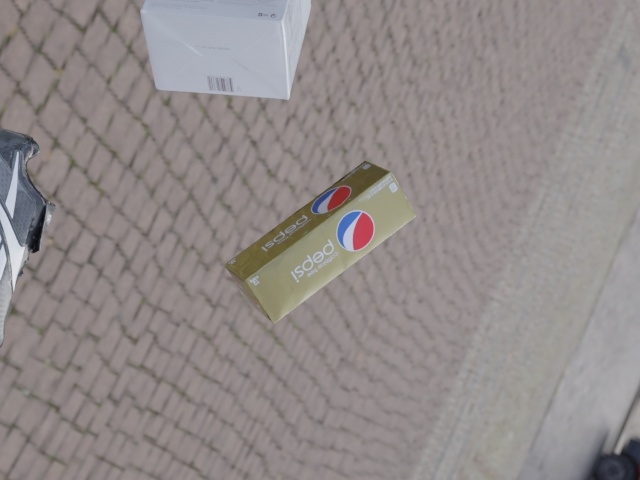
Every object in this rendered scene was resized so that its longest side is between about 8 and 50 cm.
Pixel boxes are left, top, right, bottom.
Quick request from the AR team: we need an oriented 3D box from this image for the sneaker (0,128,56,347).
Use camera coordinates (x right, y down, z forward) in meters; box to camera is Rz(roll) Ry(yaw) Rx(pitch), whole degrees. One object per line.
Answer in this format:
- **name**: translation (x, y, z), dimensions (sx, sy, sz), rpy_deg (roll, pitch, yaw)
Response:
- **sneaker**: translation (-0.314, -0.004, 1.232), dimensions (0.106, 0.078, 0.234), rpy_deg (-5, 96, -31)

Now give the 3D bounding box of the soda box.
- **soda box**: translation (0.000, 0.000, 1.210), dimensions (0.181, 0.061, 0.058), rpy_deg (-37, 116, -11)

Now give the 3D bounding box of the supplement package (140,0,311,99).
- **supplement package**: translation (-0.124, -0.323, 1.714), dimensions (0.149, 0.194, 0.203), rpy_deg (87, 12, -51)
